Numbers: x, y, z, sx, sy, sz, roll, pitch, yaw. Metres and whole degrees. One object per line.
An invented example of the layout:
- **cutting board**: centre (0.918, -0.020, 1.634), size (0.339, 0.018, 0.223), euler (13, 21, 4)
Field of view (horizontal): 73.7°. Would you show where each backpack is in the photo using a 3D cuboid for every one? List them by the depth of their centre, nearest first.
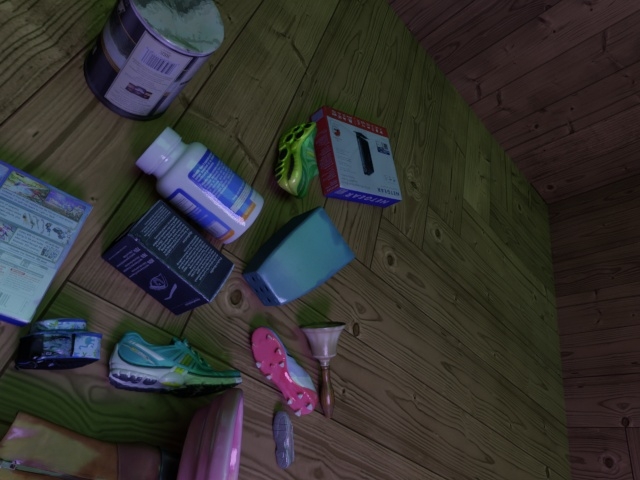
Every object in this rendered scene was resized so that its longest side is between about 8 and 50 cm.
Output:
- **backpack**: centre (-0.440, 0.177, 0.732), size (0.114, 0.105, 0.084), euler (17, 62, -45)

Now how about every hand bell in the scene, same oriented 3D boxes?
- **hand bell**: centre (0.012, 0.343, 1.128), size (0.126, 0.126, 0.242), euler (0, 86, -44)

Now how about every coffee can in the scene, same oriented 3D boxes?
- **coffee can**: centre (-0.368, -0.420, 0.936), size (0.201, 0.275, 0.201), euler (20, 59, -38)

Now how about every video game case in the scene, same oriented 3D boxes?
- **video game case**: centre (-0.574, -0.018, 0.715), size (0.269, 0.061, 0.244), euler (32, 54, -31)

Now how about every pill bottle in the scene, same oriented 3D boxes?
- **pill bottle**: centre (-0.278, -0.129, 0.990), size (0.272, 0.152, 0.152), euler (42, 48, -24)

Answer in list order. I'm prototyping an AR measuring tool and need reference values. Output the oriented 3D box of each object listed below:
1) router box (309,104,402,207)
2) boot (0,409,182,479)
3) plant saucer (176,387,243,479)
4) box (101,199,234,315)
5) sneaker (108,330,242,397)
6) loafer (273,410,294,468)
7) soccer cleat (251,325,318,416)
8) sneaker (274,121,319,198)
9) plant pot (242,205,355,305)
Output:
- **router box**: centre (0.131, -0.285, 1.509), size (0.335, 0.082, 0.301), euler (4, 70, -44)
- **boot**: centre (-0.355, 0.410, 0.608), size (0.280, 0.096, 0.264), euler (31, 52, -31)
- **plant saucer**: centre (-0.194, 0.433, 0.750), size (0.084, 0.332, 0.332), euler (4, 65, -6)
- **box**: centre (-0.312, 0.043, 0.882), size (0.207, 0.153, 0.108), euler (46, 46, -22)
- **sneaker**: centre (-0.278, 0.251, 0.866), size (0.275, 0.107, 0.110), euler (26, 47, -35)
- **loafer**: centre (-0.083, 0.465, 1.007), size (0.039, 0.045, 0.125), euler (16, 68, -59)
- **soccer cleat**: centre (-0.087, 0.313, 1.052), size (0.248, 0.083, 0.095), euler (57, 14, -3)
- **sneaker**: centre (-0.066, -0.248, 1.305), size (0.123, 0.109, 0.295), euler (56, 37, -45)
- **plant pot**: centre (-0.072, 0.055, 1.105), size (0.234, 0.166, 0.165), euler (-40, 103, -29)
